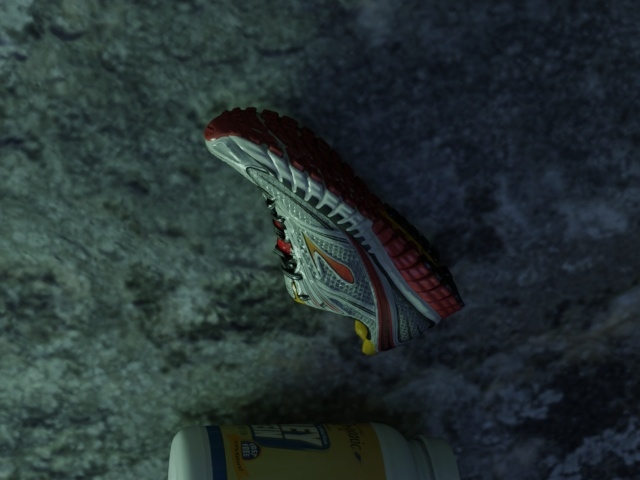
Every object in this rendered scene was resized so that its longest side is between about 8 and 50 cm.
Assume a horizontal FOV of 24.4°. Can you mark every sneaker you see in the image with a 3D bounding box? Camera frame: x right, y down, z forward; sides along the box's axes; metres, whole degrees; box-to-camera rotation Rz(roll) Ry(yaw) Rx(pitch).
[{"bbox_3d":[0.000,0.000,1.003,0.093,0.088,0.225,-40,115,12],"label":"sneaker"}]

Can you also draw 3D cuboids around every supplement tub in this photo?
[{"bbox_3d":[-0.007,0.205,1.071,0.199,0.144,0.144,0,116,-10],"label":"supplement tub"}]
